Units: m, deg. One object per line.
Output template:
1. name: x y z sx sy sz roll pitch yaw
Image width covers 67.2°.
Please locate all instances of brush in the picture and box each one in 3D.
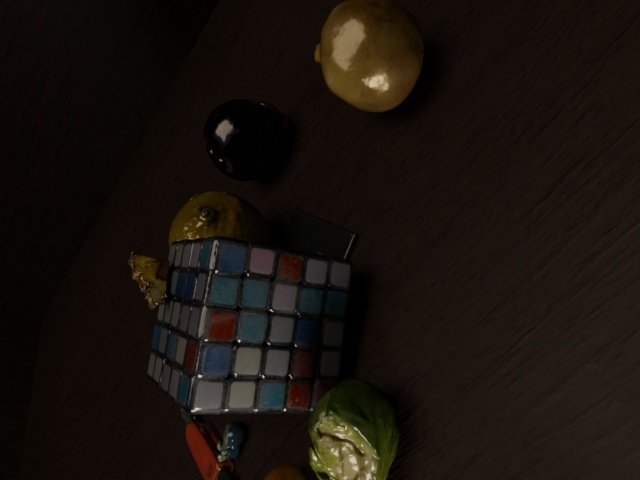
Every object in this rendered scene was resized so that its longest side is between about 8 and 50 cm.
1. brush: -0.278 0.505 1.181 0.323 0.051 0.071 33 106 50

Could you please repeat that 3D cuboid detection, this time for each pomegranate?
1. pomegranate: 0.104 -0.376 0.982 0.233 0.233 0.233 -27 53 43

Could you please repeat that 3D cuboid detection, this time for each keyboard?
1. keyboard: 0.011 0.004 1.070 0.381 0.041 0.104 28 96 60

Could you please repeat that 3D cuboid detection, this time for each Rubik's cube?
1. Rubik's cube: -0.141 0.157 0.930 0.293 0.286 0.292 -9 73 57

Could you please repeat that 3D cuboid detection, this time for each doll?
1. doll: -0.206 0.457 1.108 0.076 0.050 0.084 -168 97 -72

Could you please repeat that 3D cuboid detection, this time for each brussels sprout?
1. brussels sprout: 0.057 0.310 0.770 0.131 0.145 0.183 -9 108 24

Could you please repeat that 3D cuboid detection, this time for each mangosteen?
1. mangosteen: -0.196 -0.293 1.349 0.265 0.228 0.228 -41 25 -29

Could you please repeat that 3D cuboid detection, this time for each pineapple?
1. pineapple: -0.316 0.083 0.922 0.114 0.077 0.114 86 161 -53

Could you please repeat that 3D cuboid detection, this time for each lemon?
1. lemon: -0.245 0.006 1.184 0.253 0.310 0.254 -3 68 7

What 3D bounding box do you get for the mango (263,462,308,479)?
1. mango: -0.082 0.494 0.897 0.178 0.090 0.115 -53 29 26
